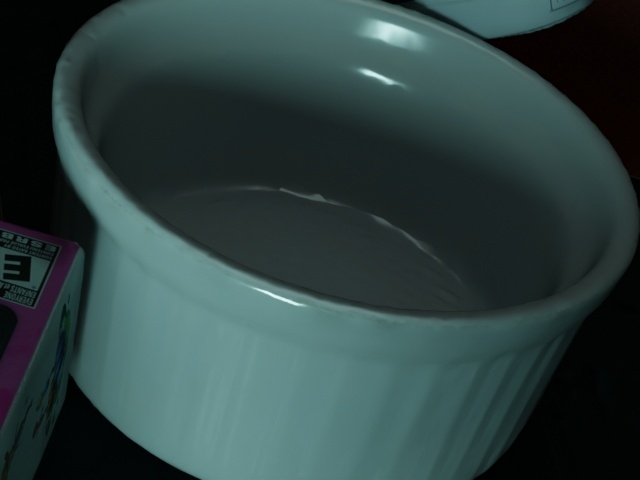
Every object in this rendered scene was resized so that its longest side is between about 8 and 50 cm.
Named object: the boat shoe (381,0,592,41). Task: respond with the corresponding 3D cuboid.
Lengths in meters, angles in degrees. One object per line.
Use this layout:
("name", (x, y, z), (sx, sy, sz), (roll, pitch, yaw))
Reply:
("boat shoe", (0.021, -0.161, 0.935), (0.302, 0.094, 0.109), (-2, 21, 39))

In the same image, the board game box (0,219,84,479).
("board game box", (-0.230, 0.097, 0.557), (0.224, 0.098, 0.303), (16, 41, -2))

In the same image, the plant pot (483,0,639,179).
("plant pot", (0.181, -0.223, 1.083), (0.267, 0.236, 0.267), (15, 34, -2))

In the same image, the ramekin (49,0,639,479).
("ramekin", (0.000, 0.000, 0.779), (0.277, 0.135, 0.277), (11, 35, -8))

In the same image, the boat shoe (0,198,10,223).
("boat shoe", (-0.166, 0.015, 0.763), (0.056, 0.049, 0.152), (-18, 49, -15))
